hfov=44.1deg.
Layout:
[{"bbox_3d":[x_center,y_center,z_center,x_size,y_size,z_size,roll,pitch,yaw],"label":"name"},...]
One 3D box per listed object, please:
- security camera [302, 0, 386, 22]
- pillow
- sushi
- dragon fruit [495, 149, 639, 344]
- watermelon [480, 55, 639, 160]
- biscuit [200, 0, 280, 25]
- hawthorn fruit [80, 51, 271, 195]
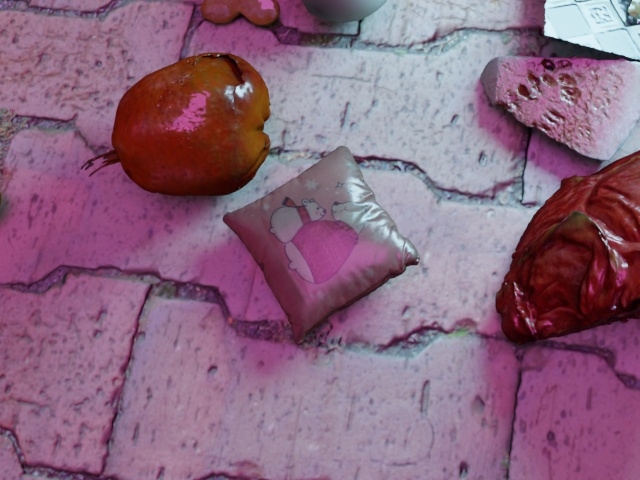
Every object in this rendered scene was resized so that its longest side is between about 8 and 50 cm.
[{"bbox_3d":[0.050,-0.452,1.224,0.194,0.194,0.236,22,78,11],"label":"security camera"},{"bbox_3d":[0.000,0.000,1.162,0.223,0.084,0.236,-30,71,-2],"label":"pillow"},{"bbox_3d":[0.475,-0.373,1.223,0.292,0.059,0.294,11,63,-5],"label":"sushi"},{"bbox_3d":[0.402,0.054,1.075,0.330,0.302,0.240,-35,104,7],"label":"dragon fruit"},{"bbox_3d":[0.356,-0.217,1.196,0.241,0.094,0.154,21,88,12],"label":"watermelon"},{"bbox_3d":[-0.137,-0.471,1.288,0.153,0.030,0.234,3,97,10],"label":"biscuit"},{"bbox_3d":[-0.214,-0.155,1.162,0.299,0.211,0.211,-14,74,0],"label":"hawthorn fruit"}]
